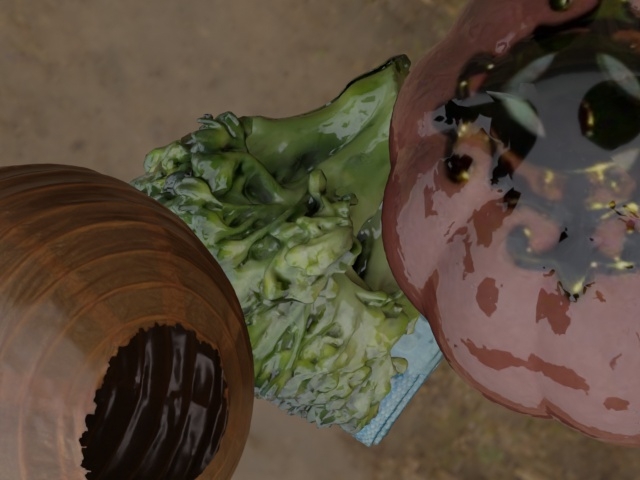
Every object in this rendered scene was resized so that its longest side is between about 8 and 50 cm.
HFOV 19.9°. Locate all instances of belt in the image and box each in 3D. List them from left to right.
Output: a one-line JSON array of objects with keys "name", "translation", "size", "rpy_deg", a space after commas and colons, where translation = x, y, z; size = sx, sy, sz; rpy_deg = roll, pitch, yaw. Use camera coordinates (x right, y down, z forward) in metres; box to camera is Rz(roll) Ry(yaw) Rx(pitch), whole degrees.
[{"name": "belt", "translation": [0.094, 0.043, 1.454], "size": [0.072, 0.087, 0.302], "rpy_deg": [38, 120, 8]}]

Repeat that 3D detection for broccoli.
[{"name": "broccoli", "translation": [0.000, 0.000, 1.239], "size": [0.245, 0.288, 0.248], "rpy_deg": [-38, 100, 11]}]

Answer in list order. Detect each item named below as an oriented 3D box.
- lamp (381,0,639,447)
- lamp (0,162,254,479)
[{"name": "lamp", "translation": [0.188, -0.028, 1.038], "size": [0.305, 0.305, 0.239], "rpy_deg": [11, 164, 28]}, {"name": "lamp", "translation": [-0.088, 0.043, 0.559], "size": [0.136, 0.136, 0.136], "rpy_deg": [20, 137, 19]}]
